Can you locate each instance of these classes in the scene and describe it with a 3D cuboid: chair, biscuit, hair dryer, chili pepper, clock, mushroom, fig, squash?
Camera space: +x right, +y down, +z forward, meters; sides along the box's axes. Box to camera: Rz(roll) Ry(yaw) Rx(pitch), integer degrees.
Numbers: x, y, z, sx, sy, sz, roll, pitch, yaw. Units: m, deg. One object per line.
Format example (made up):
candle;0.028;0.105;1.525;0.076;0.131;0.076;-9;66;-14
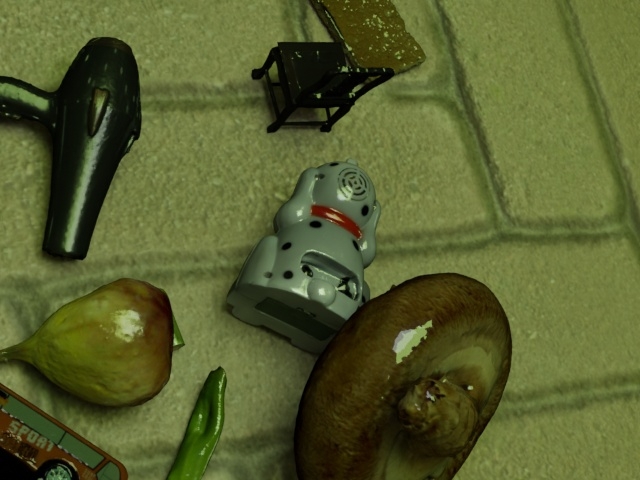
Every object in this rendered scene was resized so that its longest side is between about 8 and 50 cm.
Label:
chair;0.005;-0.234;2.149;0.106;0.229;0.113;-4;72;-29
biscuit;0.056;-0.347;2.351;0.131;0.025;0.231;-24;79;-34
hair dryer;-0.416;-0.150;1.997;0.359;0.120;0.304;16;74;-8
chili pepper;-0.154;0.254;1.940;0.050;0.052;0.202;47;47;-37
clock;-0.002;0.003;2.063;0.189;0.189;0.254;25;59;-14
mushroom;0.109;0.198;1.956;0.345;0.345;0.239;-17;63;-32
fig;-0.303;0.134;1.887;0.257;0.159;0.159;-9;70;-10
squash;-0.201;0.101;2.004;0.027;0.027;0.083;-11;71;-31

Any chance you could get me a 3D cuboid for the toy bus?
toy bus;-0.408;0.209;1.808;0.409;0.093;0.092;36;49;-8
